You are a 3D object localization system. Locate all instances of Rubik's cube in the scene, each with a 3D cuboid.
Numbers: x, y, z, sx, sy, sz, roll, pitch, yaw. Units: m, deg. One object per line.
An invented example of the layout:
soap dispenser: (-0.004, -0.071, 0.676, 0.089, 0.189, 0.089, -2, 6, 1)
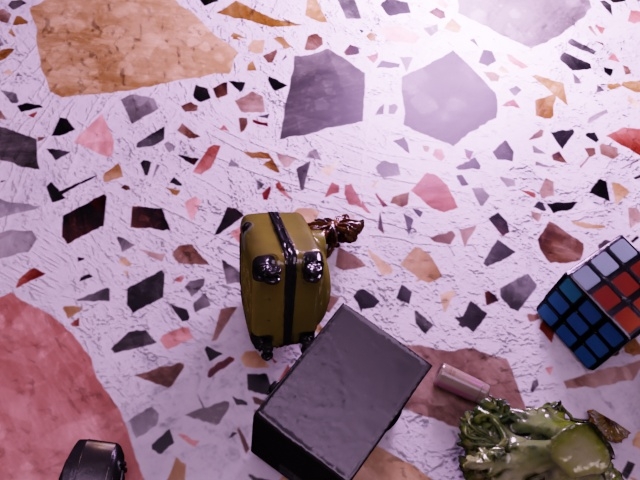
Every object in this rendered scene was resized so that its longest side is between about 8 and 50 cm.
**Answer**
Rubik's cube: (0.532, 0.118, 1.345, 0.163, 0.162, 0.160, -30, 68, -20)

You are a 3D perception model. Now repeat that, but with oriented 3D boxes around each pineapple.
pineapple: (0.515, 0.340, 1.296, 0.083, 0.019, 0.045, 34, 59, 10)

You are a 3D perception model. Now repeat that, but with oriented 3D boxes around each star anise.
star anise: (0.000, 0.000, 1.414, 0.191, 0.070, 0.097, -18, 36, -14)

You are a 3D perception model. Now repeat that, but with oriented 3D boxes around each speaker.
speaker: (0.023, 0.268, 1.148, 0.184, 0.254, 0.232, 35, 63, 13)

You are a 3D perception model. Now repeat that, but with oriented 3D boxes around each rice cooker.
rice cooker: (-0.358, 0.392, 1.115, 0.107, 0.112, 0.165, 3, 60, -12)

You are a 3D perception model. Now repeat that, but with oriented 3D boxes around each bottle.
bottle: (0.255, 0.259, 1.299, 0.097, 0.045, 0.045, 24, 60, 7)

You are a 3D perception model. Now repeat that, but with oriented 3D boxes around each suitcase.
suitcase: (-0.063, 0.068, 1.259, 0.143, 0.193, 0.235, -3, 29, -13)

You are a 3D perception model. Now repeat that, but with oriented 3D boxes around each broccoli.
broccoli: (0.366, 0.365, 1.135, 0.288, 0.245, 0.247, -2, 69, -2)
